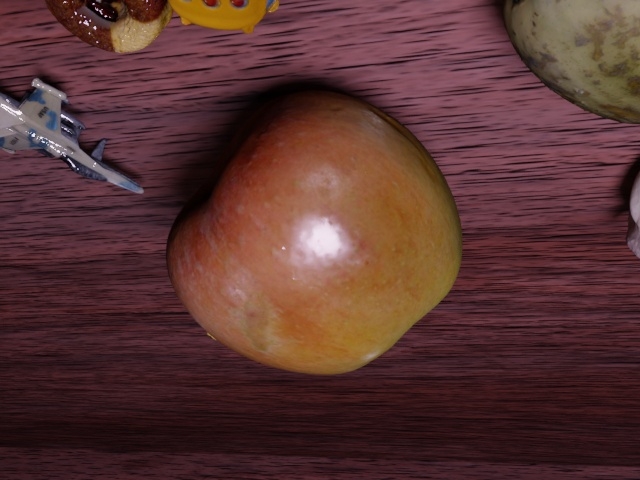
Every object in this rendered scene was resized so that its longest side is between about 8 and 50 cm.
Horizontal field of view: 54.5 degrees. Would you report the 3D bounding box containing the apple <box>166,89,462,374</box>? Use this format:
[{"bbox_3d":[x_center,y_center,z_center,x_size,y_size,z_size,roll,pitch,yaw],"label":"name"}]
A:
[{"bbox_3d":[0.000,0.000,0.744,0.305,0.338,0.338,38,136,-18],"label":"apple"}]

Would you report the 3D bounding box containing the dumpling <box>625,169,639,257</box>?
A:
[{"bbox_3d":[0.456,-0.055,0.769,0.124,0.151,0.229,35,144,6],"label":"dumpling"}]

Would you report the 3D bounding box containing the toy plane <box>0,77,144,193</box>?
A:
[{"bbox_3d":[-0.352,-0.139,0.839,0.262,0.088,0.192,23,148,-39],"label":"toy plane"}]

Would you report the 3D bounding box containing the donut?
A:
[{"bbox_3d":[-0.227,-0.262,0.658,0.140,0.059,0.140,7,147,4],"label":"donut"}]

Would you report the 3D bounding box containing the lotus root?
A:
[{"bbox_3d":[0.306,-0.198,0.587,0.309,0.173,0.173,20,143,-29],"label":"lotus root"}]

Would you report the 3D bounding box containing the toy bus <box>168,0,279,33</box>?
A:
[{"bbox_3d":[-0.083,-0.281,0.520,0.126,0.136,0.209,8,149,0],"label":"toy bus"}]
